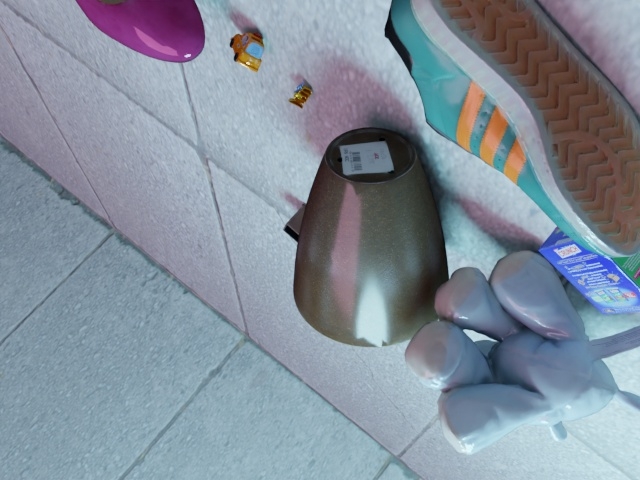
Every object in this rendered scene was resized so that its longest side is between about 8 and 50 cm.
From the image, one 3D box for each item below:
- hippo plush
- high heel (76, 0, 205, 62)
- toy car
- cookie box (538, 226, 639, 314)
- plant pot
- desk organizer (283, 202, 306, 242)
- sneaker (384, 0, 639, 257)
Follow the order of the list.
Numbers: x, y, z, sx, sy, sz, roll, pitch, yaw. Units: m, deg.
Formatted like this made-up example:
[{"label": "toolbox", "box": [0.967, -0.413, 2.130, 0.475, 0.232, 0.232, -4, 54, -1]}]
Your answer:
[{"label": "hippo plush", "box": [0.265, 0.145, 0.962, 0.294, 0.234, 0.236, -8, 166, 12]}, {"label": "high heel", "box": [-0.289, -0.373, 0.909, 0.377, 0.127, 0.181, 42, 172, 10]}, {"label": "toy car", "box": [-0.060, -0.229, 0.970, 0.122, 0.060, 0.040, 31, 122, -22]}, {"label": "cookie box", "box": [0.300, 0.027, 0.787, 0.107, 0.040, 0.092, 44, 162, -7]}, {"label": "plant pot", "box": [0.063, -0.019, 0.947, 0.215, 0.215, 0.230, 31, 145, 30]}, {"label": "desk organizer", "box": [0.000, 0.000, 1.311, 0.130, 0.050, 0.047, 41, 162, 1]}, {"label": "sneaker", "box": [0.171, -0.110, 0.653, 0.302, 0.108, 0.121, 52, 161, -6]}]
